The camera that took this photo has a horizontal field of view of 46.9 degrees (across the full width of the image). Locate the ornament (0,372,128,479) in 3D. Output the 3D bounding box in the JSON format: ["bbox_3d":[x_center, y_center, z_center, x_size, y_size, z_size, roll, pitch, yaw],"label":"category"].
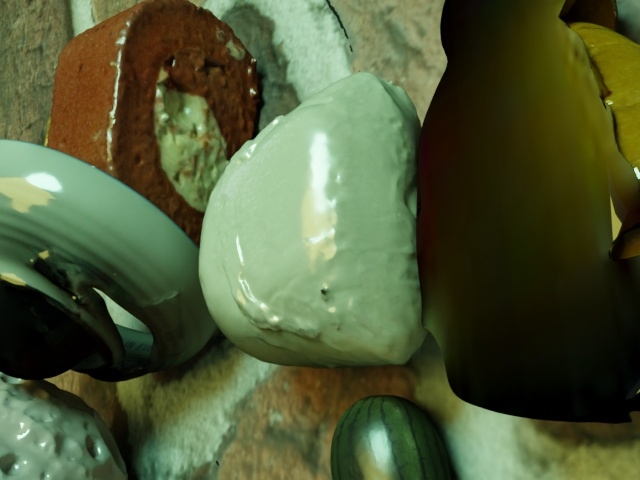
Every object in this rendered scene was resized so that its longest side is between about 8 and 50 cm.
[{"bbox_3d":[-0.291,0.240,0.661,0.225,0.259,0.259,-28,44,-15],"label":"ornament"}]

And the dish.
[{"bbox_3d":[-0.232,0.058,0.639,0.273,0.273,0.134,-12,42,41],"label":"dish"}]

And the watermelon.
[{"bbox_3d":[0.047,0.155,0.486,0.078,0.078,0.111,-36,52,30],"label":"watermelon"}]

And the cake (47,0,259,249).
[{"bbox_3d":[-0.168,-0.100,0.729,0.151,0.177,0.283,-5,72,44],"label":"cake"}]

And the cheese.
[{"bbox_3d":[0.000,0.000,0.537,0.189,0.154,0.198,-16,67,37],"label":"cheese"}]

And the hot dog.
[{"bbox_3d":[0.157,-0.047,0.433,0.194,0.107,0.326,-14,58,53],"label":"hot dog"}]

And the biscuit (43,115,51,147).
[{"bbox_3d":[-0.320,-0.107,0.982,0.202,0.044,0.289,-39,52,28],"label":"biscuit"}]
